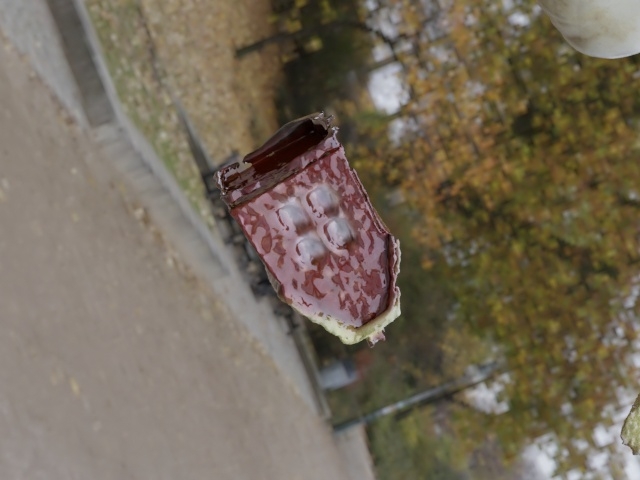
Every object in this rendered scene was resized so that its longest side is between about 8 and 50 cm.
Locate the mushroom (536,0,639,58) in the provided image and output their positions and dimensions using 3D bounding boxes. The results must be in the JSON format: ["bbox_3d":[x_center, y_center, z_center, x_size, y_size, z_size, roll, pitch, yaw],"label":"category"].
[{"bbox_3d":[0.269,-0.245,1.239,0.122,0.154,0.154,-102,173,-45],"label":"mushroom"}]

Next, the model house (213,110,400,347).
[{"bbox_3d":[0.000,0.000,1.573,0.254,0.160,0.196,63,-2,-15],"label":"model house"}]

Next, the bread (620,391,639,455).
[{"bbox_3d":[0.518,0.222,1.908,0.143,0.229,0.139,30,-3,8],"label":"bread"}]
